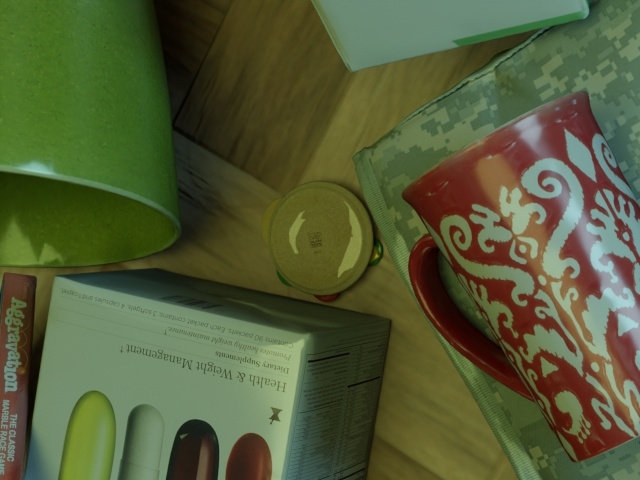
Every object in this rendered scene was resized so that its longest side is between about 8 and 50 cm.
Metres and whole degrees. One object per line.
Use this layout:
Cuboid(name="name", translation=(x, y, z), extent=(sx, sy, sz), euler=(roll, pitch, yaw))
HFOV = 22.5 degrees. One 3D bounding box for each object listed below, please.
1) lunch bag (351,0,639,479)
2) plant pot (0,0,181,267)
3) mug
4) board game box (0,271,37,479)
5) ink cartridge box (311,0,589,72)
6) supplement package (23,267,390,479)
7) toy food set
Cuboid(name="lunch bag", translation=(0.184, 0.002, 0.967), extent=(0.235, 0.169, 0.287), euler=(-32, 84, 22))
Cuboid(name="plant pot", translation=(-0.227, -0.153, 1.111), extent=(0.275, 0.275, 0.293), euler=(-4, 75, 24))
Cuboid(name="mug", translation=(0.130, 0.025, 0.863), extent=(0.113, 0.150, 0.169), euler=(-28, 83, -14))
Cuboid(name="board game box", translation=(-0.223, 0.175, 1.102), extent=(0.027, 0.281, 0.145), euler=(7, 138, -13))
Cuboid(name="ink cartridge box", translation=(0.085, -0.215, 0.981), extent=(0.154, 0.093, 0.212), euler=(-11, 43, 23))
Cuboid(name="supplement package", translation=(-0.080, 0.137, 1.097), extent=(0.194, 0.149, 0.203), euler=(11, 96, 23))
Cuboid(name="toy food set", translation=(0.000, 0.000, 1.127), extent=(0.083, 0.020, 0.082), euler=(-28, 81, 22))
